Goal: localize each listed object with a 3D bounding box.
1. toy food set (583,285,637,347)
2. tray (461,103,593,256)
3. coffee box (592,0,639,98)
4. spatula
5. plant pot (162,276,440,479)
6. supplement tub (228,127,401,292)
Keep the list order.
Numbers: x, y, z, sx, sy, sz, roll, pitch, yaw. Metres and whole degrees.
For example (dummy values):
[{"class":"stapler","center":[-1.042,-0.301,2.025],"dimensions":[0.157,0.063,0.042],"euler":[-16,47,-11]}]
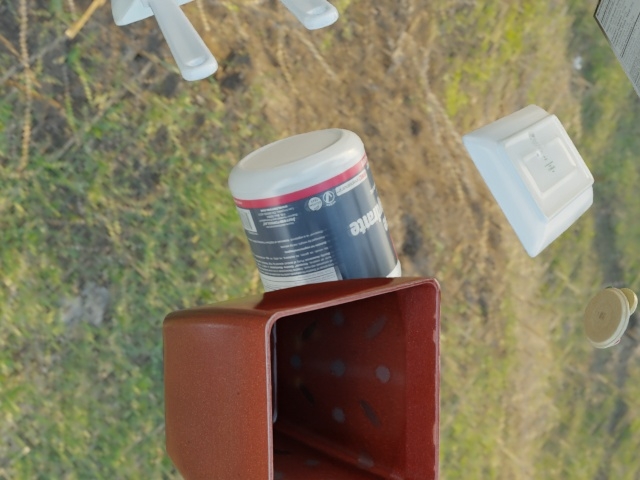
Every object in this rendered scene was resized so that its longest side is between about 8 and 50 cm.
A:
[{"class":"toy food set","center":[0.370,0.099,1.503],"dimensions":[0.020,0.083,0.083],"euler":[18,82,-28]},{"class":"tray","center":[0.245,-0.079,1.295],"dimensions":[0.030,0.145,0.270],"euler":[-32,178,29]},{"class":"coffee box","center":[0.373,-0.188,1.114],"dimensions":[0.141,0.246,0.098],"euler":[6,128,-11]},{"class":"spatula","center":[-0.030,-0.141,0.632],"dimensions":[0.168,0.242,0.019],"euler":[-20,119,-6]},{"class":"plant pot","center":[-0.037,0.173,1.333],"dimensions":[0.267,0.236,0.267],"euler":[-10,104,-43]},{"class":"supplement tub","center":[0.000,0.000,1.598],"dimensions":[0.191,0.191,0.272],"euler":[-30,111,-32]}]
